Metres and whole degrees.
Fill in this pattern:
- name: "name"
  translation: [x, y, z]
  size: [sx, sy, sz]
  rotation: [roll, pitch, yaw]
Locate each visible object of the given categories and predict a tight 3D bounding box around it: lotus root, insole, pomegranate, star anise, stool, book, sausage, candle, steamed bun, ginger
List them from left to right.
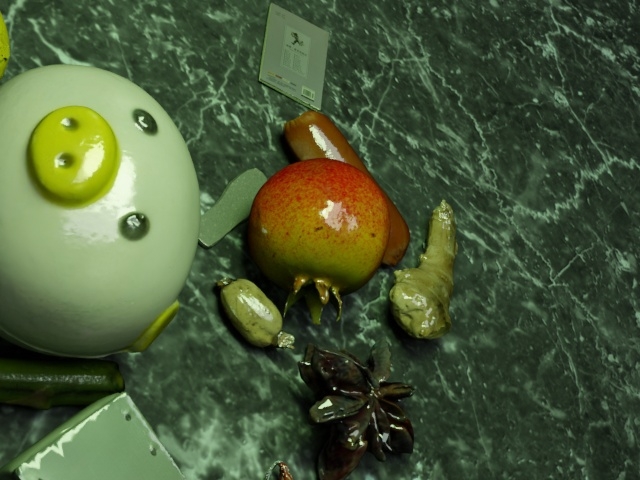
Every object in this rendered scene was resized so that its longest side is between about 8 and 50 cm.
- name: "steamed bun"
  translation: [-0.307, -0.037, 1.494]
  size: [0.334, 0.334, 0.374]
  rotation: [17, 62, -31]
- name: "stool"
  translation: [-0.260, 0.350, 1.351]
  size: [0.269, 0.243, 0.170]
  rotation: [54, 46, 0]
- name: "insole"
  translation: [-0.136, -0.051, 1.842]
  size: [0.063, 0.010, 0.192]
  rotation: [47, 47, -6]
- name: "lotus root"
  translation: [-0.096, 0.110, 1.748]
  size: [0.152, 0.063, 0.072]
  rotation: [44, 37, -5]
- name: "candle"
  translation: [-0.041, 0.386, 1.654]
  size: [0.053, 0.048, 0.162]
  rotation: [37, 36, -66]
- name: "book"
  translation: [-0.045, -0.319, 2.066]
  size: [0.127, 0.014, 0.181]
  rotation: [24, 53, -27]
- name: "pomegranate"
  translation: [0.000, 0.000, 1.790]
  size: [0.221, 0.221, 0.256]
  rotation: [16, 64, -31]
- name: "sausage"
  translation: [0.048, -0.087, 1.959]
  size: [0.300, 0.083, 0.089]
  rotation: [51, 32, -5]
- name: "star anise"
  translation: [0.054, 0.238, 1.759]
  size: [0.283, 0.129, 0.212]
  rotation: [-13, 81, -51]
- name: "ginger"
  translation: [0.179, 0.050, 1.986]
  size: [0.131, 0.086, 0.294]
  rotation: [38, 44, -22]

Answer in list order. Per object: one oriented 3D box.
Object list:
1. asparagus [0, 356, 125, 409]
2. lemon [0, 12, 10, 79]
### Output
- name: "asparagus"
  translation: [-0.379, 0.175, 1.489]
  size: [0.278, 0.060, 0.067]
  rotation: [9, 86, -35]
- name: "lemon"
  translation: [-0.498, -0.259, 1.564]
  size: [0.173, 0.173, 0.206]
  rotation: [-30, 110, -44]
